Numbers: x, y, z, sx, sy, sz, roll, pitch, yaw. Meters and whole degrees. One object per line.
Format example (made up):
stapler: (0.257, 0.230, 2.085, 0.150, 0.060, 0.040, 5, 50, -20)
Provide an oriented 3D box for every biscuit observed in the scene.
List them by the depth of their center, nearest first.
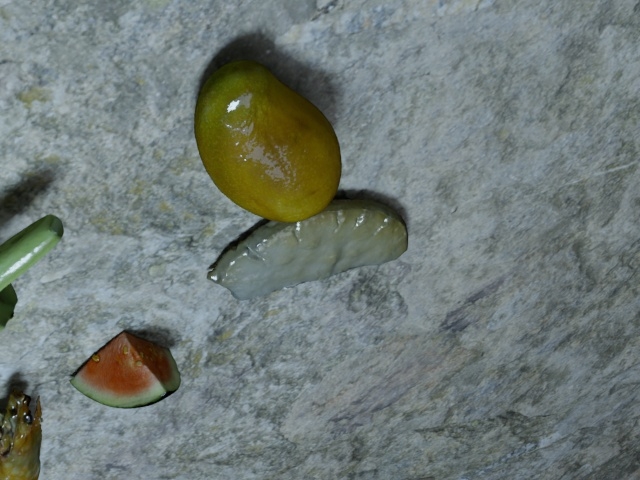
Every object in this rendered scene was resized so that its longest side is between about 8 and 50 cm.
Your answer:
biscuit: (0.001, 0.001, 1.608, 0.289, 0.038, 0.141, -12, 145, -27)

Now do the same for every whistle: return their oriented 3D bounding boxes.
whistle: (-0.372, 0.064, 1.310, 0.288, 0.131, 0.106, -37, 107, 14)

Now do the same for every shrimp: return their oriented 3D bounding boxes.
shrimp: (-0.419, 0.267, 1.630, 0.152, 0.063, 0.287, -2, 142, -21)

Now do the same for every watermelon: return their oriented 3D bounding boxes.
watermelon: (-0.242, 0.157, 1.613, 0.135, 0.125, 0.094, -8, 116, -3)

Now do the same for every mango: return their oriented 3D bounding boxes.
mango: (-0.058, -0.101, 1.356, 0.136, 0.099, 0.227, -28, 142, 6)
